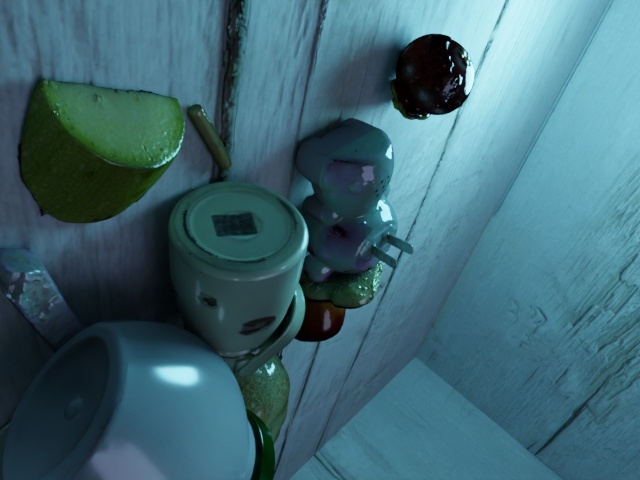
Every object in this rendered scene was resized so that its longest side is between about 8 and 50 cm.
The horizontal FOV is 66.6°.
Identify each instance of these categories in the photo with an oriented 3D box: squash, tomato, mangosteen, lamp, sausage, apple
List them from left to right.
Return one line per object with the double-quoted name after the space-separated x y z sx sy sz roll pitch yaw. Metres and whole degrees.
-0.241 -0.081 0.579 0.191 0.085 0.184 -12 133 -52 "squash"
-0.157 -0.145 0.709 0.024 0.024 0.132 -46 153 -14 "sausage"
-0.197 0.352 1.038 0.303 0.239 0.304 -44 156 -25 "tomato"
-0.020 0.165 1.203 0.147 0.155 0.159 -26 123 -51 "apple"
0.079 -0.062 0.975 0.247 0.247 0.301 -37 143 -35 "lamp"
0.216 -0.318 0.980 0.166 0.166 0.180 -22 166 -47 "mangosteen"

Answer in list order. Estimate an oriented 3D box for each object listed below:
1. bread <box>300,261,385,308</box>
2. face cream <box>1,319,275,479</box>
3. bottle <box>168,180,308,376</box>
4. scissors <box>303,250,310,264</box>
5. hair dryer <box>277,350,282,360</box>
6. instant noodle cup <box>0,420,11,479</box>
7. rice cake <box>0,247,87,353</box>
0.047 0.067 1.121 0.287 0.207 0.056 -65 147 -64 "bread"
-0.231 0.289 0.693 0.357 0.219 0.313 56 40 -47 "face cream"
-0.138 0.094 0.832 0.229 0.229 0.352 -32 149 -37 "bottle"
0.000 0.000 1.181 0.189 0.015 0.100 -41 154 -28 "scissors"
-0.149 0.406 1.407 0.128 0.069 0.256 5 115 -61 "hair dryer"
-0.413 0.364 0.754 0.205 0.205 0.153 -47 148 -12 "instant noodle cup"
-0.355 0.136 0.685 0.056 0.072 0.365 -41 153 -29 "rice cake"
